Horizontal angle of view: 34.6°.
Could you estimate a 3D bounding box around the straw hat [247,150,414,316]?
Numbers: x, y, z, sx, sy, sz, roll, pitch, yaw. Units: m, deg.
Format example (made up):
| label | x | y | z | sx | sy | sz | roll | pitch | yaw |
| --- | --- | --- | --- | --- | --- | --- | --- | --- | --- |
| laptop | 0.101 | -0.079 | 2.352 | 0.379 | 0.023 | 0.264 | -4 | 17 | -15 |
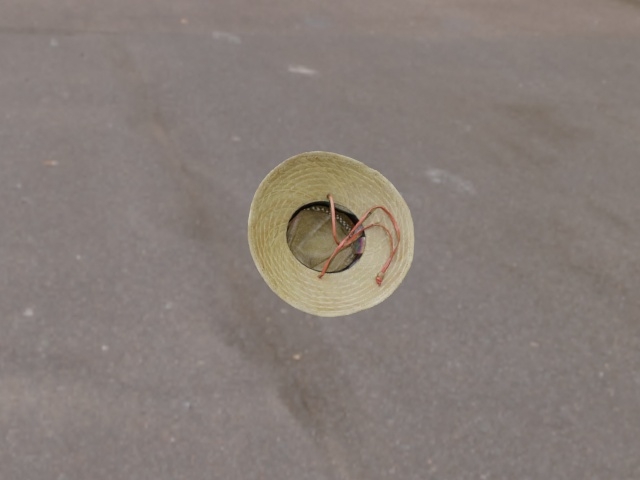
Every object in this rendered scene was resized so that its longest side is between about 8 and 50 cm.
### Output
| label | x | y | z | sx | sy | sz | roll | pitch | yaw |
| --- | --- | --- | --- | --- | --- | --- | --- | --- | --- |
| straw hat | 0.000 | 0.000 | 0.848 | 0.144 | 0.144 | 0.061 | -4 | -7 | -22 |
